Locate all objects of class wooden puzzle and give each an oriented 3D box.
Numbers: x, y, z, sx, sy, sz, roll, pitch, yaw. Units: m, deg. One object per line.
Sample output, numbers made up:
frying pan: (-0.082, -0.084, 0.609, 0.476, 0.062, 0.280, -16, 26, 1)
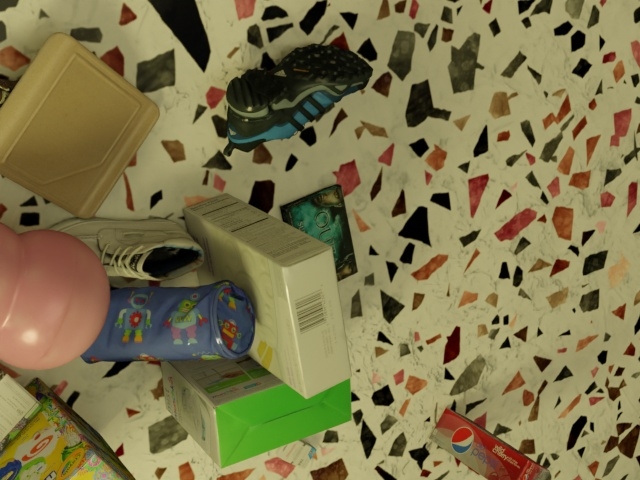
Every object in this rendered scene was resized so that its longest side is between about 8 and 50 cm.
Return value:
wooden puzzle: (-0.377, -0.168, 1.460, 0.221, 0.044, 0.239, -57, 144, -4)

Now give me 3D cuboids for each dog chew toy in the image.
dog chew toy: (-0.471, 0.061, 1.366, 0.332, 0.206, 0.206, 21, 94, -34)

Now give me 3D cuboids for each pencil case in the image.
pencil case: (-0.254, 0.127, 1.531, 0.119, 0.306, 0.133, 33, 57, -60)

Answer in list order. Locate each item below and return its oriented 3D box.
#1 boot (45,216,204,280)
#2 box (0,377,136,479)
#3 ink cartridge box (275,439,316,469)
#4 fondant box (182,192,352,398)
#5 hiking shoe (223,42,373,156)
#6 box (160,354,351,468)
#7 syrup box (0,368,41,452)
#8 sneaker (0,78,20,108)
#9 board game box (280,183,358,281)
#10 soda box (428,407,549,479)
boot: (-0.316, 0.017, 1.542, 0.258, 0.123, 0.095, -9, 112, -31)
box: (-0.452, 0.417, 1.499, 0.290, 0.279, 0.177, -44, 125, -12)
ink cartridge box: (-0.054, 0.416, 1.922, 0.083, 0.028, 0.048, 35, 86, -37)
fondant box: (-0.092, 0.082, 1.585, 0.096, 0.330, 0.238, -22, 118, -26)
hiking shoe: (-0.044, -0.247, 1.663, 0.304, 0.113, 0.132, -22, 148, -33)
box: (-0.115, 0.252, 1.695, 0.262, 0.231, 0.127, -15, 114, -29)
syrup box: (-0.555, 0.303, 1.476, 0.237, 0.093, 0.096, -51, 133, -21)
sneaker: (-0.458, -0.202, 1.401, 0.188, 0.071, 0.066, 4, 104, -34)
board game box: (0.000, 0.000, 1.809, 0.126, 0.026, 0.186, -25, 119, -24)
soda box: (0.356, 0.456, 2.063, 0.092, 0.263, 0.083, 31, 87, -38)
